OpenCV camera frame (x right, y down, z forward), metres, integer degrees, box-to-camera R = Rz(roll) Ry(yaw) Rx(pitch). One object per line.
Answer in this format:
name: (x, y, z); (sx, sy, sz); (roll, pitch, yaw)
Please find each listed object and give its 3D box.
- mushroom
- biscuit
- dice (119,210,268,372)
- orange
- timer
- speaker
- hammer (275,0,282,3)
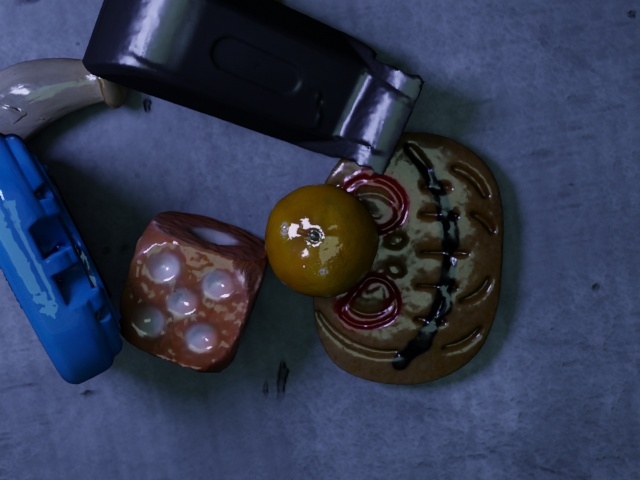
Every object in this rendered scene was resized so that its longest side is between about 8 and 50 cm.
mushroom: (-0.396, -0.201, 1.466); (0.246, 0.096, 0.108); (-20, 88, 4)
biscuit: (0.102, 0.027, 1.495); (0.314, 0.063, 0.368); (3, 100, 1)
dice: (-0.175, 0.070, 1.463); (0.174, 0.174, 0.179); (16, 104, -1)
orange: (0.000, 0.000, 1.409); (0.156, 0.124, 0.156); (0, 89, 4)
timer: (-0.371, 0.016, 1.388); (0.115, 0.309, 0.340); (-26, 104, -11)
speaker: (-0.083, -0.227, 1.344); (0.388, 0.184, 0.180); (16, 101, -32)
hammer: (-0.028, -0.381, 1.461); (0.029, 0.014, 0.123); (43, 96, -13)
